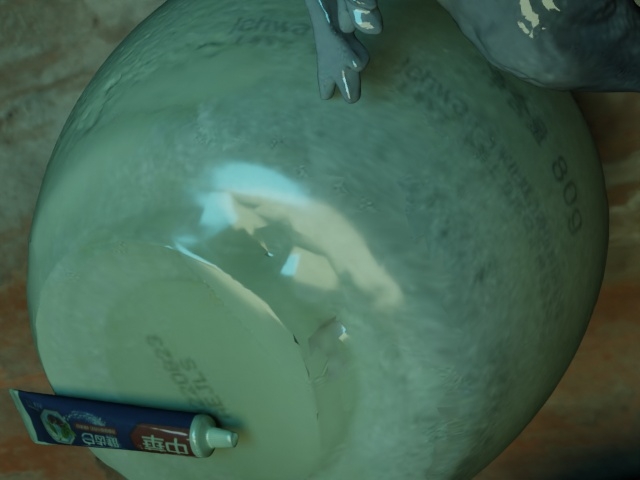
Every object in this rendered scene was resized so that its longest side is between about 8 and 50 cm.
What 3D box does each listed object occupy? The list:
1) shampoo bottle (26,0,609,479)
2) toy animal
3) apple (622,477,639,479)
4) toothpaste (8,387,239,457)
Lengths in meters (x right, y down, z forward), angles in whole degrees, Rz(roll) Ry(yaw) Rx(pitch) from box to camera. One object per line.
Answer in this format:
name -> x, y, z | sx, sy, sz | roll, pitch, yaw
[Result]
shampoo bottle -> 0.000, 0.000, 0.833 | 0.322, 0.317, 0.322 | 7, 118, 14
toy animal -> 0.069, -0.152, 0.689 | 0.367, 0.206, 0.081 | 53, 155, -3
apple -> 0.231, 0.317, 0.928 | 0.344, 0.345, 0.269 | -21, 124, 26
toothpaste -> -0.102, 0.096, 0.743 | 0.140, 0.021, 0.037 | 2, 124, 29
